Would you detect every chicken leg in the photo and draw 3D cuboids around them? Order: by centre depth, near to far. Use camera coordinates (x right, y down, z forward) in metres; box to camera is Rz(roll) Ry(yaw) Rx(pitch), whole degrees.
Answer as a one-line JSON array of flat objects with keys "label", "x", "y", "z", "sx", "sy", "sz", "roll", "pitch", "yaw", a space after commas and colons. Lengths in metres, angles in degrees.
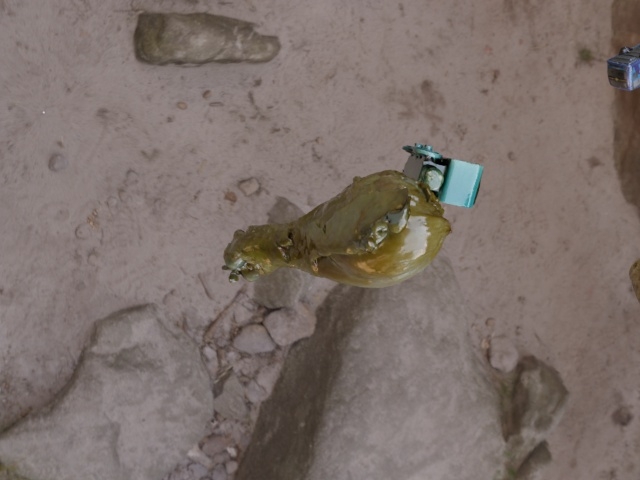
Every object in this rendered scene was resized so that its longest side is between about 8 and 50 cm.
[{"label": "chicken leg", "x": 0.000, "y": 0.000, "z": 0.831, "sx": 0.201, "sy": 0.429, "sz": 0.153, "roll": -50, "pitch": 120, "yaw": -44}]

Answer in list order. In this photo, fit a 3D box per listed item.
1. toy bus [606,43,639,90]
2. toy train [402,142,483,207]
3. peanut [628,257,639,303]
[{"label": "toy bus", "x": 0.519, "y": -0.286, "z": 0.863, "sx": 0.153, "sy": 0.051, "sz": 0.061, "roll": -29, "pitch": 123, "yaw": -11}, {"label": "toy train", "x": 0.226, "y": -0.124, "z": 1.079, "sx": 0.154, "sy": 0.198, "sz": 0.107, "roll": 13, "pitch": 101, "yaw": -5}, {"label": "peanut", "x": 0.472, "y": 0.074, "z": 0.699, "sx": 0.089, "sy": 0.193, "sz": 0.089, "roll": -4, "pitch": 104, "yaw": -16}]
